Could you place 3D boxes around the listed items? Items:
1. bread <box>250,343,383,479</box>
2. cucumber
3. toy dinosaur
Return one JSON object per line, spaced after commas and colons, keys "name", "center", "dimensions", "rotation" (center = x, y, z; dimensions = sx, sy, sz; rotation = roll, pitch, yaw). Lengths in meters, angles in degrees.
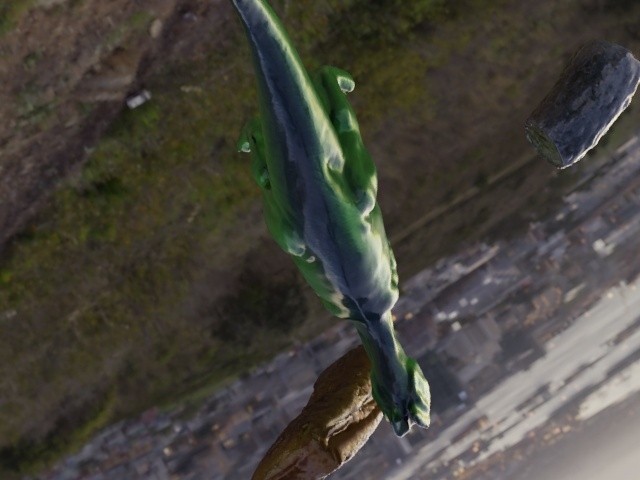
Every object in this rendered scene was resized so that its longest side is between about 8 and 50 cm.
{"name": "bread", "center": [0.008, 0.216, 1.242], "dimensions": [0.139, 0.077, 0.271], "rotation": [-41, 180, 30]}
{"name": "cucumber", "center": [0.220, -0.114, 0.874], "dimensions": [0.112, 0.064, 0.064], "rotation": [-53, 164, -11]}
{"name": "toy dinosaur", "center": [0.000, 0.000, 0.945], "dimensions": [0.144, 0.374, 0.500], "rotation": [-20, 168, 7]}
